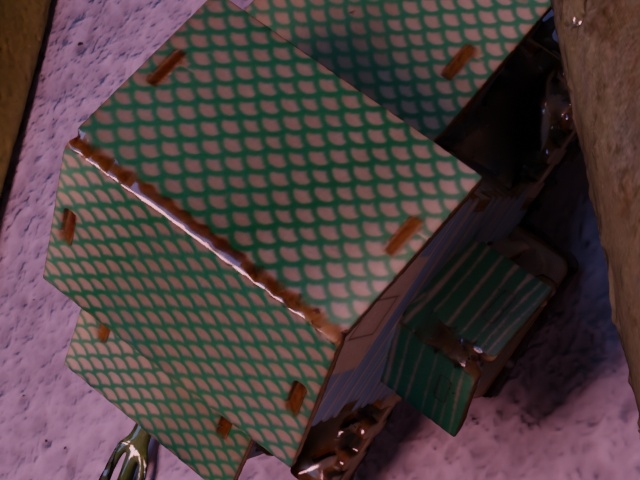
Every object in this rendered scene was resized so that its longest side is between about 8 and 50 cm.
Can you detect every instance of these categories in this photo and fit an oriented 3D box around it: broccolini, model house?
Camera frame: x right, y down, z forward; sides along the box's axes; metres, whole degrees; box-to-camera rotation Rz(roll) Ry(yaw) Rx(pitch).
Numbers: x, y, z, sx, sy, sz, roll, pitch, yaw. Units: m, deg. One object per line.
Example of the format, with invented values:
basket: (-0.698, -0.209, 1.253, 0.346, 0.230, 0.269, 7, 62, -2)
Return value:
broccolini: (-0.099, 0.113, 0.945, 0.035, 0.030, 0.140, 138, 155, -76)
model house: (0.000, 0.000, 0.725, 0.178, 0.206, 0.271, 40, 103, 16)

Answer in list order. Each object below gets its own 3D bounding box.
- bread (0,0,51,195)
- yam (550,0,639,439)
bread: (-0.254, -0.111, 1.171, 0.138, 0.077, 0.361, -7, 65, 41)
yam: (0.175, -0.005, 0.628, 0.168, 0.168, 0.304, -27, 53, 32)
